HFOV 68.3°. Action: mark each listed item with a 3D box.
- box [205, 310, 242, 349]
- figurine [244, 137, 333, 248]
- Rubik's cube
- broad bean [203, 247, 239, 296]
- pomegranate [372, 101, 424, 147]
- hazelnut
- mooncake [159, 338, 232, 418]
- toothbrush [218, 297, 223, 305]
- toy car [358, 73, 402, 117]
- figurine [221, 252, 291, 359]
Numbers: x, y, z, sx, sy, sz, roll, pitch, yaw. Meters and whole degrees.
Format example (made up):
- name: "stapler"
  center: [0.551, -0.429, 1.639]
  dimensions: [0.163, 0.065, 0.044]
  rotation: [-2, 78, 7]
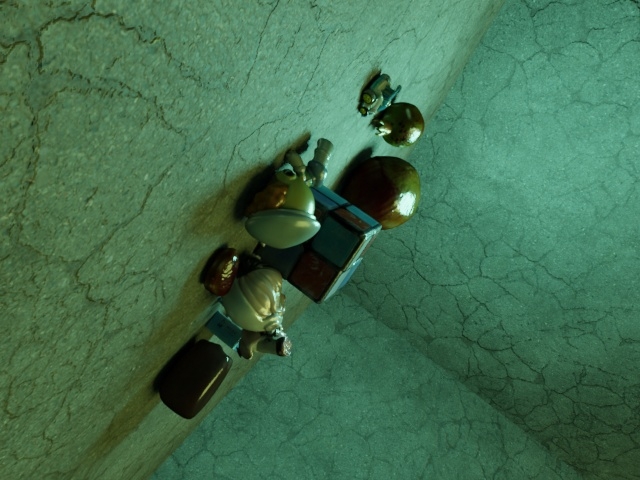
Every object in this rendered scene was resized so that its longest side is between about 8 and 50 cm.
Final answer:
- name: "box"
  center: [-0.360, 0.369, 1.874]
  dimensions: [0.083, 0.142, 0.232]
  rotation: [-51, 170, -14]
- name: "figurine"
  center: [-0.055, -0.145, 1.359]
  dimensions: [0.382, 0.205, 0.224]
  rotation: [-59, 178, -16]
- name: "Rubik's cube"
  center: [0.000, 0.000, 1.760]
  dimensions: [0.313, 0.318, 0.316]
  rotation: [-58, 170, 17]
- name: "broad bean"
  center: [-0.292, 0.093, 1.413]
  dimensions: [0.165, 0.084, 0.114]
  rotation: [-63, -176, 18]
- name: "pomegranate"
  center: [0.328, -0.502, 2.007]
  dimensions: [0.246, 0.198, 0.198]
  rotation: [18, 114, -37]
- name: "hazelnut"
  center: [0.282, -0.220, 2.265]
  dimensions: [0.421, 0.353, 0.421]
  rotation: [-40, -165, 13]
- name: "mooncake"
  center: [-0.467, 0.512, 1.792]
  dimensions: [0.334, 0.174, 0.326]
  rotation: [-59, 173, 13]
- name: "toothbrush"
  center: [-0.303, 0.185, 1.830]
  dimensions: [0.030, 0.030, 0.304]
  rotation: [-58, 170, 25]
- name: "toy car"
  center: [0.204, -0.485, 1.646]
  dimensions: [0.126, 0.098, 0.161]
  rotation: [-46, 167, -26]
- name: "figurine"
  center: [-0.217, 0.241, 1.624]
  dimensions: [0.211, 0.253, 0.361]
  rotation: [-26, 130, -26]
